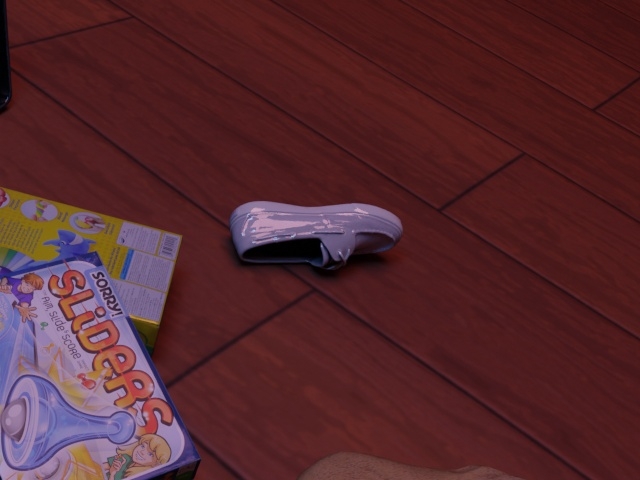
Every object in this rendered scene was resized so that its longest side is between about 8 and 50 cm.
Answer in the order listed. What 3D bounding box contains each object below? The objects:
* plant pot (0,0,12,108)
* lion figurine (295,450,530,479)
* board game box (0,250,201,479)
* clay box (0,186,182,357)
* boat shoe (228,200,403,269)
[{"bbox_3d":[-0.432,-0.208,1.019,0.167,0.187,0.188,16,33,14],"label":"plant pot"},{"bbox_3d":[0.003,0.236,0.684,0.240,0.142,0.392,20,19,13],"label":"lion figurine"},{"bbox_3d":[-0.193,0.109,0.771,0.136,0.035,0.201,-16,59,-30],"label":"board game box"},{"bbox_3d":[-0.241,0.022,0.898,0.222,0.053,0.127,15,36,-7],"label":"clay box"},{"bbox_3d":[0.000,0.000,1.049,0.184,0.066,0.063,7,50,-23],"label":"boat shoe"}]
